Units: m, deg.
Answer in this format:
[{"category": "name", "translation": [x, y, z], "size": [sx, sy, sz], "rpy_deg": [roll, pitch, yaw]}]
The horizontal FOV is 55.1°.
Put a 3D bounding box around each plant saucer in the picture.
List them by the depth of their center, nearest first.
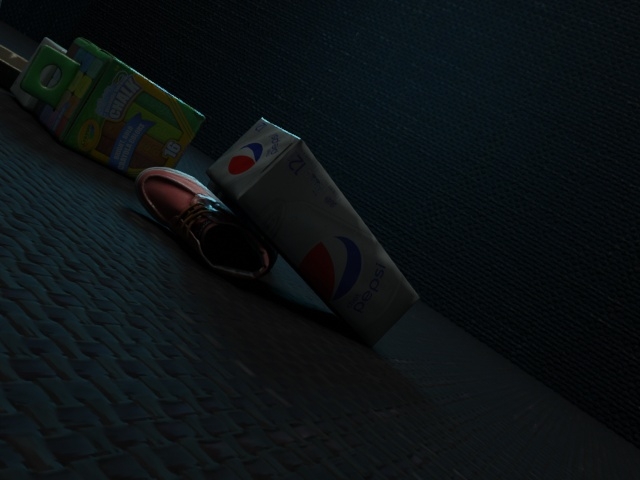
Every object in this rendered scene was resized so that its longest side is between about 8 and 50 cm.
[{"category": "plant saucer", "translation": [-0.531, -0.294, 1.033], "size": [0.278, 0.041, 0.278], "rpy_deg": [33, 3, -2]}]

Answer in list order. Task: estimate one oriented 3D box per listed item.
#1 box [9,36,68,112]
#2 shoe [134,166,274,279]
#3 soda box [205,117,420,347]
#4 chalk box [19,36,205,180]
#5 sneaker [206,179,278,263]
[{"category": "box", "translation": [-0.380, -0.225, 0.910], "size": [0.101, 0.102, 0.087], "rpy_deg": [31, 6, -47]}, {"category": "shoe", "translation": [-0.125, -0.020, 0.651], "size": [0.178, 0.063, 0.081], "rpy_deg": [37, -2, -3]}, {"category": "soda box", "translation": [0.000, 0.000, 0.707], "size": [0.286, 0.091, 0.098], "rpy_deg": [51, -8, -38]}, {"category": "chalk box", "translation": [-0.296, -0.183, 0.847], "size": [0.132, 0.132, 0.213], "rpy_deg": [36, 6, 42]}, {"category": "sneaker", "translation": [-0.111, -0.037, 0.875], "size": [0.121, 0.111, 0.300], "rpy_deg": [22, 1, -14]}]
